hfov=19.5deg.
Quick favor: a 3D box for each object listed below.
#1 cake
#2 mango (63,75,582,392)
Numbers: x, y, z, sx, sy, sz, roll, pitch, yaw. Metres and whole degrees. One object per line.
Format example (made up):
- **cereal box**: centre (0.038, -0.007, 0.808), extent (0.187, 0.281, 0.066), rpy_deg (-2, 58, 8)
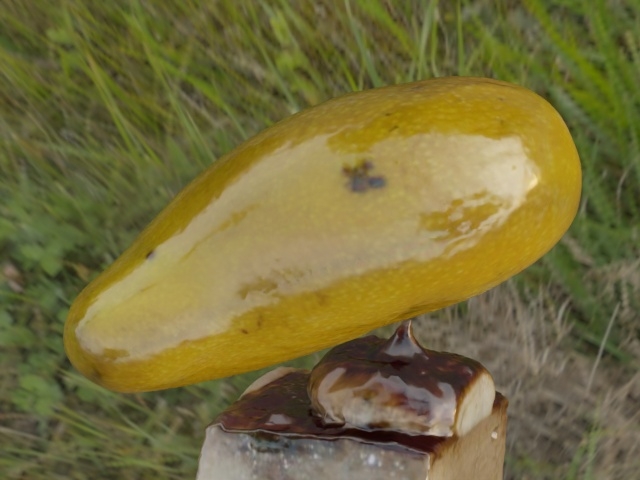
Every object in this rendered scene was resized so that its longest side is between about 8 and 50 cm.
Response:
- **cake**: centre (0.015, 0.193, 1.299), extent (0.199, 0.196, 0.293), rpy_deg (8, 103, 23)
- **mango**: centre (-0.001, -0.005, 0.894), extent (0.262, 0.157, 0.109), rpy_deg (-18, 82, -4)
